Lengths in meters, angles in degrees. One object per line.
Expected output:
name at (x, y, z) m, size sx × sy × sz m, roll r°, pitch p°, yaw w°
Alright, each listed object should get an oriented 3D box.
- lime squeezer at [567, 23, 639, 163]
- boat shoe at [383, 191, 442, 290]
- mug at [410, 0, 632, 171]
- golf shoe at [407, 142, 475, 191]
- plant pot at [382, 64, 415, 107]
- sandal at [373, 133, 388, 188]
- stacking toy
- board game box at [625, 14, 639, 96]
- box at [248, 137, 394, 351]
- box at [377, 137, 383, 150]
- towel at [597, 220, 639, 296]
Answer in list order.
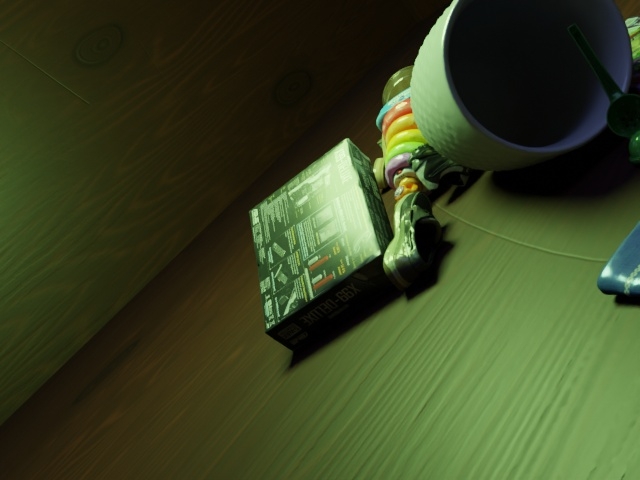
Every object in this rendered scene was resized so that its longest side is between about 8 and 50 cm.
lime squeezer at (0.397, -0.151, 1.027) m, size 0.058 × 0.110 × 0.310 m, roll -21°, pitch 48°, yaw 11°
boat shoe at (0.157, -0.009, 1.284) m, size 0.073 × 0.080 × 0.224 m, roll -26°, pitch 23°, yaw 31°
mug at (0.309, -0.279, 1.282) m, size 0.374 × 0.276 × 0.328 m, roll -49°, pitch 3°, yaw -7°
golf shoe at (0.258, -0.144, 1.481) m, size 0.198 × 0.094 × 0.077 m, roll -19°, pitch -13°, yaw -14°
plant pot at (0.232, -0.306, 1.922) m, size 0.167 × 0.167 × 0.165 m, roll -36°, pitch 22°, yaw 18°
sandal at (0.180, -0.192, 1.899) m, size 0.079 × 0.088 × 0.240 m, roll -2°, pitch 33°, yaw 15°
stacking toy at (0.181, -0.142, 1.567) m, size 0.175 × 0.165 × 0.302 m, roll -28°, pitch 32°, yaw 40°
board game box at (0.506, -0.287, 1.289) m, size 0.208 × 0.056 × 0.347 m, roll -36°, pitch 12°, yaw -1°
box at (0.000, 0.000, 1.409) m, size 0.242 × 0.076 × 0.308 m, roll -36°, pitch 40°, yaw 20°
box at (0.260, -0.327, 2.164) m, size 0.225 × 0.036 × 0.136 m, roll -43°, pitch 13°, yaw -20°
towel at (0.416, -0.041, 0.714) m, size 0.243 × 0.040 × 0.336 m, roll -46°, pitch 14°, yaw -20°
